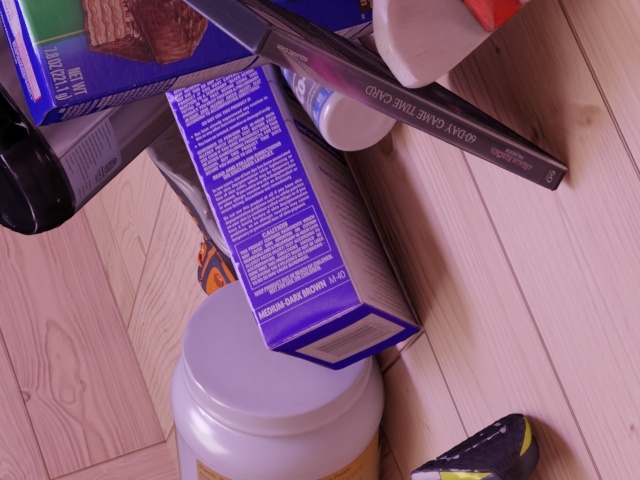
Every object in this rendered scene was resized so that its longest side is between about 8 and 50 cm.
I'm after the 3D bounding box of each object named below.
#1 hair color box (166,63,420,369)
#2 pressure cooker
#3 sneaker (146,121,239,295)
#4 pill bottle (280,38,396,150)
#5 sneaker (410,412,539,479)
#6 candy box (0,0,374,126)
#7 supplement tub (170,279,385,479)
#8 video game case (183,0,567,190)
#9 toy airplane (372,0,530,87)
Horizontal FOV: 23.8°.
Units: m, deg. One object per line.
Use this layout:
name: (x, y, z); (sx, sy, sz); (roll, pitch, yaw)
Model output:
hair color box: (-0.037, -0.055, 1.444); (0.339, 0.110, 0.185); (69, -166, 18)
pressure cooker: (-0.270, -0.258, 1.608); (0.375, 0.420, 0.370); (50, 161, -17)
sneaker: (-0.137, -0.038, 1.879); (0.180, 0.124, 0.321); (96, 152, -51)
pill bottle: (0.010, -0.150, 1.371); (0.078, 0.078, 0.137); (89, 157, -43)
sneaker: (0.144, 0.240, 1.324); (0.121, 0.111, 0.300); (57, 165, 15)
candy box: (-0.114, -0.266, 1.236); (0.122, 0.317, 0.268); (174, 78, -72)
supplement tub: (-0.046, 0.211, 1.652); (0.316, 0.228, 0.228); (91, 156, -46)
video game case: (0.024, -0.122, 1.072); (0.026, 0.274, 0.196); (-61, 36, 10)
toy airplane: (-0.004, -0.272, 0.945); (0.384, 0.272, 0.386); (49, 147, 40)
